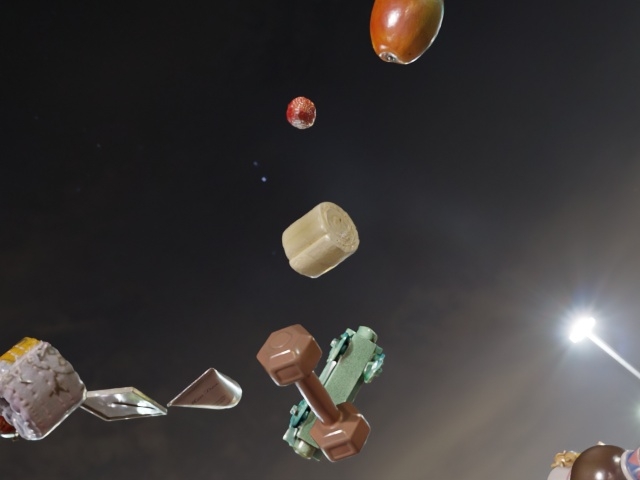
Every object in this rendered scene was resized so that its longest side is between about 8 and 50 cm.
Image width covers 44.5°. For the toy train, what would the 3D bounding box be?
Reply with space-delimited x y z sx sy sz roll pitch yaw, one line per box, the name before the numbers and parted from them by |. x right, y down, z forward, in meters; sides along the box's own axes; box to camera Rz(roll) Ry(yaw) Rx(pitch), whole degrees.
toy train | 0.029 0.324 1.664 0.298 0.120 0.194 -57 -5 -17

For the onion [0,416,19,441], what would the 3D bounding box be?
onion | -0.564 0.300 1.421 0.118 0.118 0.117 -45 -4 -4

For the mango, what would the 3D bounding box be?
mango | 0.185 -0.488 1.616 0.129 0.146 0.289 55 -140 -43

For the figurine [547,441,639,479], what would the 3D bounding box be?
figurine | 0.566 0.486 1.553 0.275 0.158 0.161 111 177 -65

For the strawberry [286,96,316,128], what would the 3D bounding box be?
strawberry | -0.047 -0.292 1.786 0.073 0.073 0.083 -56 -9 16

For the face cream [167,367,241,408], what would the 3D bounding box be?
face cream | -0.289 0.388 2.038 0.143 0.089 0.314 -39 -20 0

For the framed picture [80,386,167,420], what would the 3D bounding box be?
framed picture | -0.444 0.361 1.723 0.150 0.015 0.203 -8 -27 8

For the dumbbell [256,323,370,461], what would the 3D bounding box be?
dumbbell | -0.008 0.228 1.166 0.092 0.082 0.230 -23 -61 14

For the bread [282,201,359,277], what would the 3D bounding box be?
bread | 0.000 0.000 1.902 0.134 0.148 0.141 24 -46 -40

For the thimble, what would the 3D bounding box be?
thimble | -0.479 0.247 1.302 0.118 0.127 0.151 -45 -65 -34
